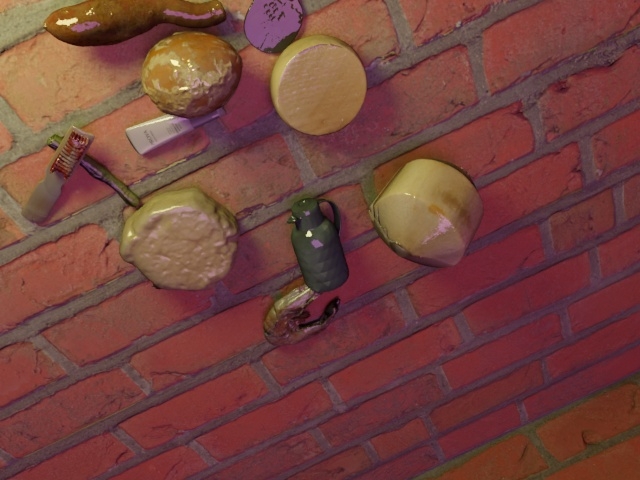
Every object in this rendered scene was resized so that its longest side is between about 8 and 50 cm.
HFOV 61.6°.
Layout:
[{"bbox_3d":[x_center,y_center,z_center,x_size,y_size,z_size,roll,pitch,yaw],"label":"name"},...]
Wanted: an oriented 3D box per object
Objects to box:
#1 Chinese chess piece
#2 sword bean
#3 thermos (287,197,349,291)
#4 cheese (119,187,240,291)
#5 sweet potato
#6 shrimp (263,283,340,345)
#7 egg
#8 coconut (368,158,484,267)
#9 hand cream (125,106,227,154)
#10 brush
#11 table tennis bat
[{"bbox_3d":[-0.005,-0.393,1.367,0.251,0.097,0.250,-8,124,-12],"label":"Chinese chess piece"},{"bbox_3d":[-0.575,-0.174,1.382,0.043,0.038,0.269,-32,126,21],"label":"sword bean"},{"bbox_3d":[0.000,0.000,1.603,0.182,0.145,0.286,-38,130,-30],"label":"thermos"},{"bbox_3d":[-0.390,0.008,1.508,0.327,0.115,0.317,-4,123,-12],"label":"cheese"},{"bbox_3d":[-0.405,-0.496,1.187,0.386,0.109,0.109,-16,126,-20],"label":"sweet potato"},{"bbox_3d":[-0.039,0.231,1.779,0.247,0.085,0.360,25,116,-38],"label":"shrimp"},{"bbox_3d":[-0.293,-0.381,1.234,0.233,0.194,0.194,-27,125,5],"label":"egg"},{"bbox_3d":[0.298,-0.066,1.533,0.323,0.323,0.322,-7,124,-11],"label":"coconut"},{"bbox_3d":[-0.364,-0.296,1.356,0.255,0.048,0.079,-24,127,1],"label":"hand cream"},{"bbox_3d":[-0.661,-0.150,1.337,0.060,0.050,0.321,27,122,-31],"label":"brush"},{"bbox_3d":[-0.090,-0.560,1.284,0.131,0.022,0.234,26,114,-27],"label":"table tennis bat"}]
